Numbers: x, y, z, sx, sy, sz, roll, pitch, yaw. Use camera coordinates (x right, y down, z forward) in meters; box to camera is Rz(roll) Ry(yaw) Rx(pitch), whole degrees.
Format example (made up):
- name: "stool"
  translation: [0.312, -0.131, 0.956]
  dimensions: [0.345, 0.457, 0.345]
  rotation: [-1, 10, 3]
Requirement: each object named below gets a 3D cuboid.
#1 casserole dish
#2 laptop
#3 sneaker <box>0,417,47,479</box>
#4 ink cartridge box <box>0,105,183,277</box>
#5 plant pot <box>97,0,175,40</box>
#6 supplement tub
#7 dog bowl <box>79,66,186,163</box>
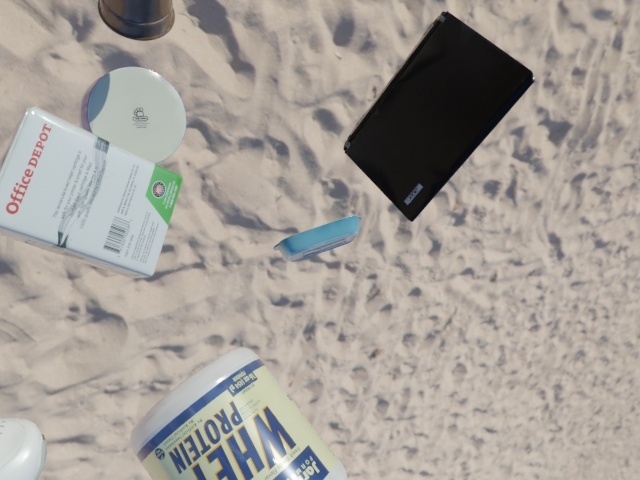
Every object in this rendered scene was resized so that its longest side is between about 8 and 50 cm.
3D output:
- name: "casserole dish"
  translation: [0.000, 0.000, 1.054]
  dimensions: [0.188, 0.037, 0.114]
  rotation: [-18, 168, -10]
- name: "laptop"
  translation: [0.154, -0.192, 0.773]
  dimensions: [0.136, 0.264, 0.234]
  rotation: [37, 112, -5]
- name: "sneaker"
  translation: [-0.362, 0.177, 0.376]
  dimensions: [0.297, 0.111, 0.129]
  rotation: [-6, 124, -25]
- name: "ink cartridge box"
  translation: [-0.306, -0.053, 0.688]
  dimensions: [0.208, 0.087, 0.153]
  rotation: [27, 69, -37]
- name: "plant pot"
  translation: [-0.390, -0.548, 1.128]
  dimensions: [0.167, 0.167, 0.165]
  rotation: [-20, 166, -25]
- name: "supplement tub"
  translation: [-0.108, 0.357, 0.816]
  dimensions: [0.235, 0.325, 0.235]
  rotation: [-39, 169, -9]
- name: "dog bowl"
  translation: [-0.508, -0.333, 1.448]
  dimensions: [0.265, 0.104, 0.265]
  rotation: [-5, 99, -34]
